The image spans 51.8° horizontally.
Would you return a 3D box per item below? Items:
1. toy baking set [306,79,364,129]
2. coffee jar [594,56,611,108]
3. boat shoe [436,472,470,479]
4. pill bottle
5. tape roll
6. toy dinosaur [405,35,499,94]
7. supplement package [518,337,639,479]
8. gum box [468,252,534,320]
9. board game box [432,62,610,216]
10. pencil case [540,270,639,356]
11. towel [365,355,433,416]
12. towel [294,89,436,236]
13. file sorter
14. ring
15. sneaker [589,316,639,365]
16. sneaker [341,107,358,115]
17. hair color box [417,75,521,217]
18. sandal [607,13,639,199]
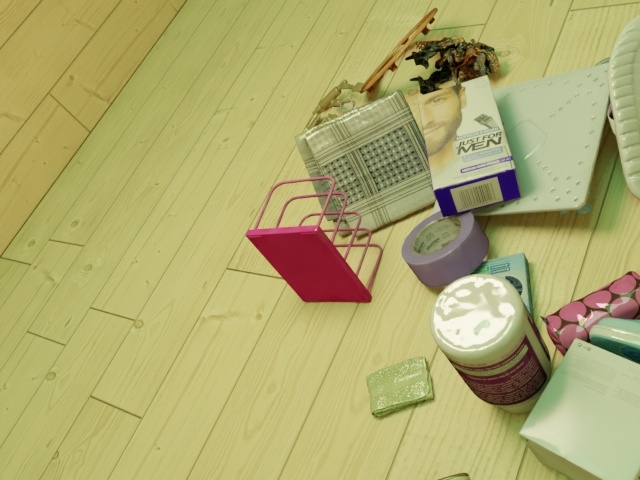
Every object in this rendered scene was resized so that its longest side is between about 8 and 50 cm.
[{"bbox_3d":[0.049,-0.422,2.085,0.256,0.030,0.197,-44,32,25],"label":"toy baking set"},{"bbox_3d":[0.712,-0.347,1.562,0.079,0.096,0.184,-23,46,22],"label":"coffee jar"},{"bbox_3d":[0.207,0.503,1.242,0.190,0.068,0.072,-35,54,20],"label":"boat shoe"},{"bbox_3d":[0.328,0.205,1.220,0.169,0.301,0.169,-19,46,21],"label":"pill bottle"},{"bbox_3d":[0.288,0.014,1.531,0.189,0.080,0.189,-32,26,17],"label":"tape roll"},{"bbox_3d":[0.380,-0.526,1.940,0.218,0.164,0.322,-32,19,-11],"label":"toy dinosaur"},{"bbox_3d":[0.490,0.316,1.127,0.194,0.149,0.203,23,71,44],"label":"supplement package"},{"bbox_3d":[0.380,0.126,1.441,0.157,0.041,0.184,-15,48,26],"label":"gum box"},{"bbox_3d":[0.488,-0.221,1.579,0.390,0.050,0.390,-3,59,47],"label":"board game box"},{"bbox_3d":[0.543,0.139,1.286,0.209,0.095,0.098,-29,28,9],"label":"pencil case"},{"bbox_3d":[0.171,0.317,1.439,0.148,0.027,0.110,-24,44,17],"label":"towel"},{"bbox_3d":[0.123,-0.188,1.715,0.324,0.312,0.056,-22,11,20],"label":"towel"},{"bbox_3d":[0.000,0.000,1.631,0.202,0.291,0.182,-3,52,33],"label":"file sorter"},{"bbox_3d":[0.241,-0.571,2.011,0.336,0.032,0.336,-47,9,10],"label":"ring"},{"bbox_3d":[0.664,0.145,1.172,0.319,0.127,0.208,13,65,30],"label":"sneaker"},{"bbox_3d":[0.114,-0.352,2.004,0.075,0.063,0.170,-34,38,15],"label":"sneaker"},{"bbox_3d":[0.346,-0.230,1.569,0.185,0.110,0.339,-15,46,15],"label":"hair color box"},{"bbox_3d":[0.700,-0.287,1.427,0.169,0.102,0.416,3,87,8],"label":"sandal"}]
